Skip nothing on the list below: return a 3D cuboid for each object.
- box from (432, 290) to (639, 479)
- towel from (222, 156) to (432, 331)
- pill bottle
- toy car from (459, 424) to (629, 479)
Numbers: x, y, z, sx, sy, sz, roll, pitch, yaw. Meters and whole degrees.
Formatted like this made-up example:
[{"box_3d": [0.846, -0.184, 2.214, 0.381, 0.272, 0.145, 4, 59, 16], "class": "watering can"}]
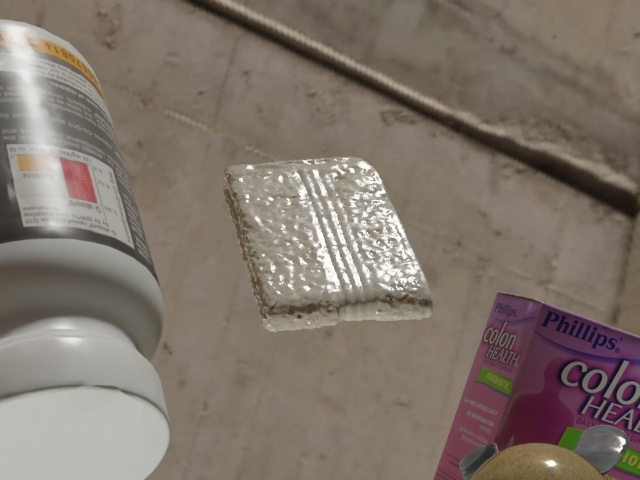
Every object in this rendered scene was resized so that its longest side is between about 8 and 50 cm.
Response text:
[{"box_3d": [0.262, 0.204, 1.309, 0.214, 0.117, 0.242, 20, -93, -16], "class": "box"}, {"box_3d": [0.000, 0.000, 1.392, 0.187, 0.282, 0.049, -5, -51, -11], "class": "towel"}, {"box_3d": [-0.182, 0.013, 0.728, 0.162, 0.162, 0.278, 6, -136, -31], "class": "pill bottle"}, {"box_3d": [0.124, 0.174, 0.688, 0.188, 0.155, 0.148, -78, -25, -58], "class": "toy car"}]
